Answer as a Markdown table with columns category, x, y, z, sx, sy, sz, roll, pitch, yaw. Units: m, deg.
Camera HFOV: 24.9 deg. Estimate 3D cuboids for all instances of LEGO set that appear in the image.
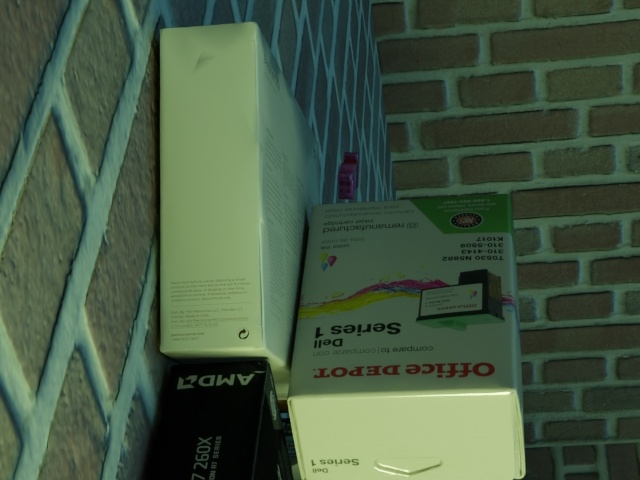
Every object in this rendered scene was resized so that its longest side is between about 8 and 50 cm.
| category | x | y | z | sx | sy | sz | roll | pitch | yaw |
| --- | --- | --- | --- | --- | --- | --- | --- | --- | --- |
| LEGO set | 0.000 | 0.000 | 1.941 | 0.093 | 0.087 | 0.227 | -52 | 144 | -74 |

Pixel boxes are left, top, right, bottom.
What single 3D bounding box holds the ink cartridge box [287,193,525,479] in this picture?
| category | x | y | z | sx | sy | sz | roll | pitch | yaw |
| --- | --- | --- | --- | --- | --- | --- | --- | --- | --- |
| ink cartridge box | 0.085 | 0.088 | 1.355 | 0.278 | 0.201 | 0.117 | -83 | 167 | -50 |

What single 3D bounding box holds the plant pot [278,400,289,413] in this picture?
| category | x | y | z | sx | sy | sz | roll | pitch | yaw |
| --- | --- | --- | --- | --- | --- | --- | --- | --- | --- |
| plant pot | 0.032 | 0.097 | 1.713 | 0.205 | 0.188 | 0.205 | -4 | 90 | -82 |

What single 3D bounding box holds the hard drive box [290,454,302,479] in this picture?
| category | x | y | z | sx | sy | sz | roll | pitch | yaw |
| --- | --- | --- | --- | --- | --- | --- | --- | --- | --- |
| hard drive box | 0.054 | 0.299 | 1.640 | 0.181 | 0.089 | 0.232 | 61 | 30 | 2 |

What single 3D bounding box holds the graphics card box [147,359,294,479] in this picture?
| category | x | y | z | sx | sy | sz | roll | pitch | yaw |
| --- | --- | --- | --- | --- | --- | --- | --- | --- | --- |
| graphics card box | -0.080 | 0.298 | 1.130 | 0.371 | 0.094 | 0.232 | -83 | 166 | -51 |

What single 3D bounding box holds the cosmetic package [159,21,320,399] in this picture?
| category | x | y | z | sx | sy | sz | roll | pitch | yaw |
| --- | --- | --- | --- | --- | --- | --- | --- | --- | --- |
| cosmetic package | -0.066 | -0.008 | 1.380 | 0.377 | 0.097 | 0.284 | 58 | 32 | -75 |

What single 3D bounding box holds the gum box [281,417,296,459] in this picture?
| category | x | y | z | sx | sy | sz | roll | pitch | yaw |
| --- | --- | --- | --- | --- | --- | --- | --- | --- | --- |
| gum box | -0.029 | 0.328 | 1.695 | 0.184 | 0.041 | 0.157 | -87 | 170 | -45 |
